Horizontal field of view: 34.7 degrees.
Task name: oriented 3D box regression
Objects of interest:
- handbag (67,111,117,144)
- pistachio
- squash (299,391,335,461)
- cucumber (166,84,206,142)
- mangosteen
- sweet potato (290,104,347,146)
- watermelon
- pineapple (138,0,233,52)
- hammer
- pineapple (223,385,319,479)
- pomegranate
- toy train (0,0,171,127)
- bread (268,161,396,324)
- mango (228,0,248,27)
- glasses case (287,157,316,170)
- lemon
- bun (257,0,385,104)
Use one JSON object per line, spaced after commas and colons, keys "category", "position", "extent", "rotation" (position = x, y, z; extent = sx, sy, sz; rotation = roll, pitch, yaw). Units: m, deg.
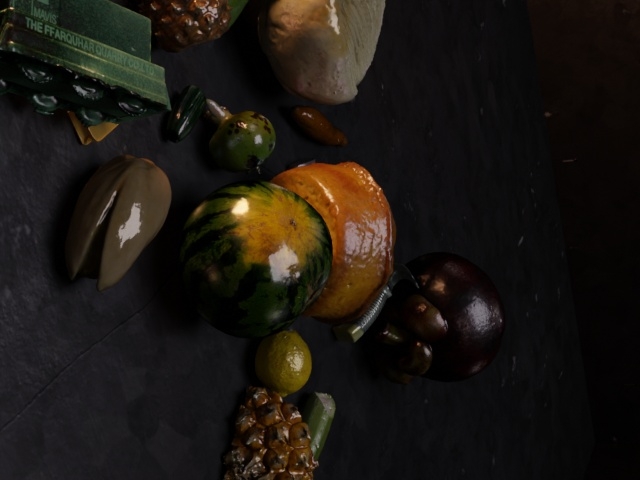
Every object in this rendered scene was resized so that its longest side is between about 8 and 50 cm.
{"category": "handbag", "position": [-0.336, -0.185, 1.530], "extent": [0.061, 0.027, 0.083], "rotation": [69, 28, -24]}
{"category": "pistachio", "position": [-0.297, -0.029, 1.497], "extent": [0.136, 0.136, 0.226], "rotation": [54, 48, -46]}
{"category": "squash", "position": [-0.026, 0.396, 2.018], "extent": [0.069, 0.069, 0.239], "rotation": [62, 37, -38]}
{"category": "cucumber", "position": [-0.230, -0.207, 1.712], "extent": [0.048, 0.048, 0.105], "rotation": [57, 45, -43]}
{"category": "mangosteen", "position": [0.257, 0.189, 2.360], "extent": [0.347, 0.307, 0.307], "rotation": [-25, 111, -35]}
{"category": "sweet potato", "position": [0.000, -0.233, 2.139], "extent": [0.264, 0.057, 0.057], "rotation": [30, 62, -63]}
{"category": "watermelon", "position": [-0.111, 0.030, 1.697], "extent": [0.269, 0.269, 0.269], "rotation": [9, 80, -62]}
{"category": "pineapple", "position": [-0.239, -0.462, 1.614], "extent": [0.141, 0.170, 0.310], "rotation": [-138, -154, -67]}
{"category": "hammer", "position": [0.114, 0.134, 2.250], "extent": [0.226, 0.159, 0.041], "rotation": [-51, 125, -34]}
{"category": "pineapple", "position": [-0.093, 0.397, 1.827], "extent": [0.164, 0.140, 0.250], "rotation": [-13, 102, -60]}
{"category": "pomegranate", "position": [-0.150, -0.188, 1.804], "extent": [0.161, 0.122, 0.122], "rotation": [49, 39, -10]}
{"category": "toy train", "position": [-0.343, -0.265, 1.381], "extent": [0.330, 0.138, 0.178], "rotation": [13, 72, -53]}
{"category": "bread", "position": [0.001, 0.005, 1.894], "extent": [0.172, 0.312, 0.312], "rotation": [0, 88, -45]}
{"category": "mango", "position": [-0.170, -0.480, 1.788], "extent": [0.251, 0.114, 0.156], "rotation": [-67, 155, -18]}
{"category": "glasses case", "position": [-0.021, -0.072, 2.102], "extent": [0.072, 0.042, 0.191], "rotation": [-33, 117, -50]}
{"category": "lemon", "position": [-0.069, 0.230, 1.910], "extent": [0.109, 0.109, 0.133], "rotation": [32, 66, -57]}
{"category": "bun", "position": [-0.006, -0.451, 1.960], "extent": [0.365, 0.219, 0.365], "rotation": [10, 90, -75]}
